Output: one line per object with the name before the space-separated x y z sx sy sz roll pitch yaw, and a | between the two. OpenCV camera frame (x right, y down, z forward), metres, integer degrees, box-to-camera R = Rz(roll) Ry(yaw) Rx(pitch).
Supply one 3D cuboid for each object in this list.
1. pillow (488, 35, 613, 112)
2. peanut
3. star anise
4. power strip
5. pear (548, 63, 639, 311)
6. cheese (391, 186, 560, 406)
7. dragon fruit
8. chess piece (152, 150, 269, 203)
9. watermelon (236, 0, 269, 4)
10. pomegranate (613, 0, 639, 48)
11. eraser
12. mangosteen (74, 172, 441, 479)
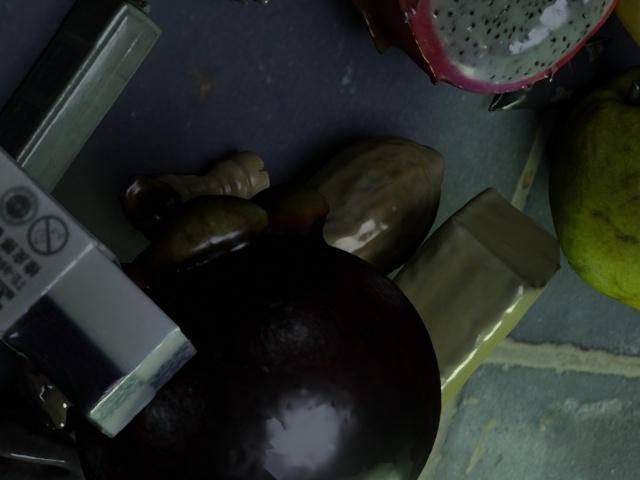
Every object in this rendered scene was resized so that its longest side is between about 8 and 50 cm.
pillow | 0.250 -0.179 1.665 0.150 0.048 0.090 -5 111 -38
peanut | 0.000 0.000 1.495 0.313 0.149 0.149 -37 128 -20
star anise | -0.207 0.190 1.435 0.316 0.139 0.359 -26 126 -7
power strip | -0.233 -0.100 1.313 0.052 0.078 0.272 37 86 -40
pear | 0.386 -0.048 1.702 0.269 0.269 0.321 -42 126 -14
cheese | 0.107 0.091 1.525 0.265 0.124 0.242 -52 170 18
dragon fruit | 0.144 -0.281 1.458 0.290 0.189 0.291 -18 127 -25
chess piece | -0.109 -0.042 1.449 0.122 0.066 0.066 -23 123 -34
watermelon | -0.027 -0.317 1.323 0.257 0.193 0.140 -48 132 9
pomegranate | 0.405 -0.310 1.572 0.307 0.307 0.307 -16 120 -31
eraser | -0.264 -0.033 1.120 0.098 0.404 0.096 -45 167 -8
mangosteen | -0.064 0.102 1.259 0.307 0.307 0.347 -19 81 -30
